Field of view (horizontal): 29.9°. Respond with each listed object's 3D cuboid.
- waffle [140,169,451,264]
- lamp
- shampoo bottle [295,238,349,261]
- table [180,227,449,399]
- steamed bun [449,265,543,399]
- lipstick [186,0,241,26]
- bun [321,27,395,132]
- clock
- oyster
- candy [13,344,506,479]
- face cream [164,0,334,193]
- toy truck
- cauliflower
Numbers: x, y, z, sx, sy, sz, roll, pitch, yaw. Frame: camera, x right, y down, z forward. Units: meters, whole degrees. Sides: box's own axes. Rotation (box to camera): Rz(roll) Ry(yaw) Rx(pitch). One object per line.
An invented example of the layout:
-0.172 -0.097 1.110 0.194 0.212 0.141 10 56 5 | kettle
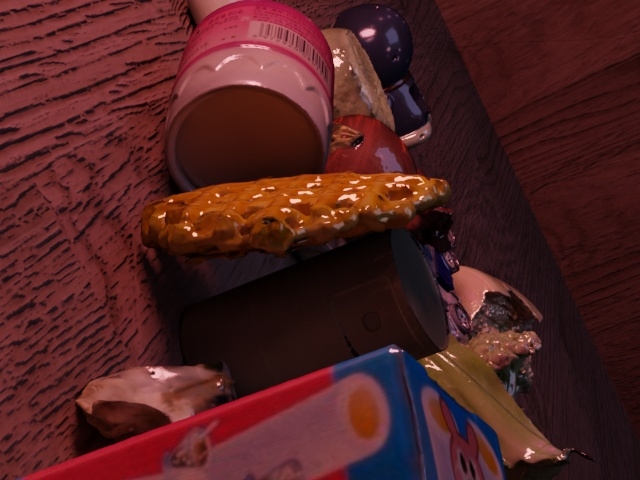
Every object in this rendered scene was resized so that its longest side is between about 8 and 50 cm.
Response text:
-0.029 -0.028 1.100 0.291 0.291 0.051 -43 128 -71 | waffle
0.065 -0.081 1.543 0.215 0.223 0.151 -75 174 -73 | lamp
-0.001 0.001 1.487 0.208 0.063 0.057 49 36 -45 | shampoo bottle
-0.005 0.080 1.118 0.126 0.220 0.126 54 22 -34 | table
0.257 0.144 1.883 0.225 0.170 0.200 33 43 -58 | steamed bun
-0.083 -0.190 1.474 0.254 0.070 0.070 66 18 -2 | lipstick
0.026 -0.208 1.736 0.195 0.118 0.195 -20 90 -78 | bun
0.097 -0.275 1.992 0.199 0.146 0.243 -69 141 -59 | clock
-0.048 0.205 0.983 0.238 0.115 0.351 38 -11 27 | oyster
-0.048 0.177 0.735 0.157 0.305 0.100 45 28 -50 | candy
-0.072 -0.139 1.270 0.175 0.175 0.195 57 20 -28 | face cream
0.112 0.040 1.671 0.155 0.124 0.268 46 25 -33 | toy truck
0.200 0.234 1.468 0.256 0.239 0.315 4 17 -41 | cauliflower
